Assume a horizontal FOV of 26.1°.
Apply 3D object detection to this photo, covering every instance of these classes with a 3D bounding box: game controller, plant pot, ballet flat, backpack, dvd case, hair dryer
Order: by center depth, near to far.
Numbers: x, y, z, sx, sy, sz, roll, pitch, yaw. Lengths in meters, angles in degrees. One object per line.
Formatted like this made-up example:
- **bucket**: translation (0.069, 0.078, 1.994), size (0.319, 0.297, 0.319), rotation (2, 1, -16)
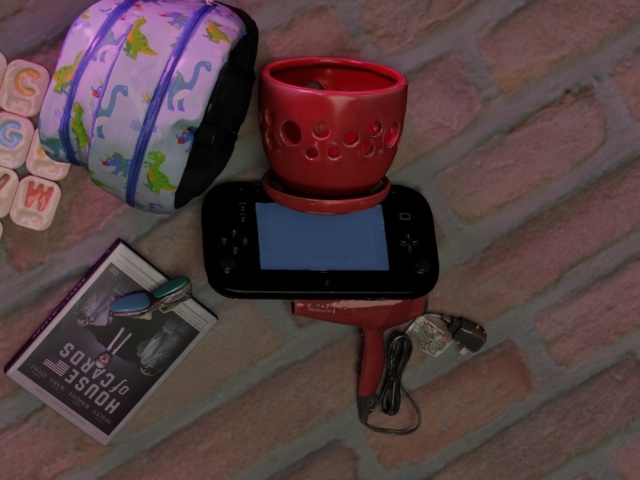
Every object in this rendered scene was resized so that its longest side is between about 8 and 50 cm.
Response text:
- **backpack**: translation (-0.193, -0.162, 1.626), size (0.273, 0.355, 0.290), rotation (24, 100, -18)
- **plant pot**: translation (0.015, -0.134, 1.776), size (0.191, 0.191, 0.174), rotation (-4, 112, -13)
- **ballet flat**: translation (-0.222, 0.085, 1.831), size (0.114, 0.041, 0.041), rotation (-21, 110, -7)
- **game controller**: translation (0.000, 0.000, 1.842), size (0.319, 0.067, 0.166), rotation (1, 73, -13)
- **dvd case**: translation (-0.282, 0.140, 1.867), size (0.179, 0.029, 0.238), rotation (40, 93, -21)
- **hair dryer**: translation (0.079, 0.144, 1.930), size (0.293, 0.080, 0.223), rotation (37, 95, -20)

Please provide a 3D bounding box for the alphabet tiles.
- **alphabet tiles**: translation (-0.462, -0.113, 1.752), size (0.284, 0.021, 0.278), rotation (17, 101, -18)
